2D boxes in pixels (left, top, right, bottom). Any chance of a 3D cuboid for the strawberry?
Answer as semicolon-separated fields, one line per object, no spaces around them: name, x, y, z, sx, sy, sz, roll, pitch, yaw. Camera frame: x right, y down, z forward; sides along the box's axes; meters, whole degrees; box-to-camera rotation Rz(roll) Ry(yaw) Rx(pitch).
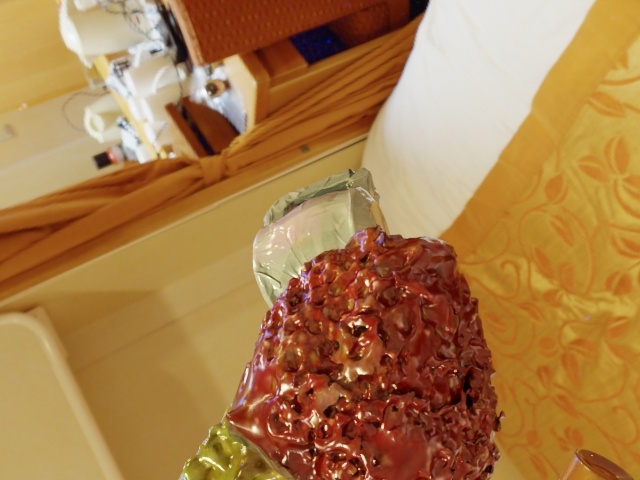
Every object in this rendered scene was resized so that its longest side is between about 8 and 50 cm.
strawberry;0.037;0.089;0.466;0.187;0.184;0.202;-127;55;-75

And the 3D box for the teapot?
teapot;-0.004;-0.002;0.898;0.163;0.178;0.222;42;-142;-65

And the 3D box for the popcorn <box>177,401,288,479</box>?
popcorn;-0.084;0.419;1.152;0.292;0.293;0.334;37;118;-1

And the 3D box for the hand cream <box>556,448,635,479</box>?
hand cream;0.308;0.431;0.915;0.139;0.089;0.314;32;106;50
